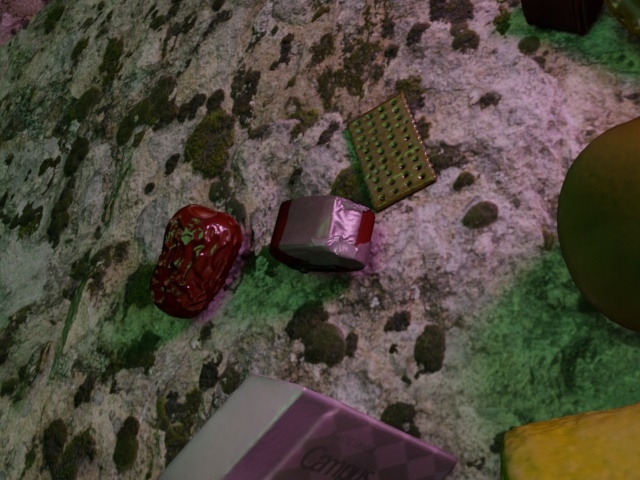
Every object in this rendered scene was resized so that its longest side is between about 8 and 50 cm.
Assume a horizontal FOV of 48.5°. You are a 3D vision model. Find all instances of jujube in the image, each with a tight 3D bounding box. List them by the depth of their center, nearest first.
[{"bbox_3d":[-0.253,0.040,1.422,0.155,0.155,0.230,27,93,42],"label":"jujube"}]

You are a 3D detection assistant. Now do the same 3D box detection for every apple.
[{"bbox_3d":[0.425,-0.033,0.871,0.258,0.234,0.294,128,154,-72],"label":"apple"}]

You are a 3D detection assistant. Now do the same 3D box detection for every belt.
[{"bbox_3d":[0.000,0.000,1.265,0.201,0.128,0.124,-2,66,39],"label":"belt"}]

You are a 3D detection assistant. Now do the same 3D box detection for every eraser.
[{"bbox_3d":[0.005,0.296,0.920,0.213,0.397,0.082,-48,47,5],"label":"eraser"}]

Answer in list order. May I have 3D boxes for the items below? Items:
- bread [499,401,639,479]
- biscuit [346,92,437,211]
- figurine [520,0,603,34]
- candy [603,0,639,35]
[{"bbox_3d":[0.366,0.313,0.706,0.308,0.348,0.348,-23,54,11],"label":"bread"},{"bbox_3d":[0.127,-0.169,1.341,0.139,0.016,0.231,-28,53,20],"label":"biscuit"},{"bbox_3d":[0.415,-0.429,1.235,0.098,0.082,0.154,-46,46,-11],"label":"figurine"},{"bbox_3d":[0.528,-0.423,1.041,0.118,0.259,0.260,-19,40,-29],"label":"candy"}]
